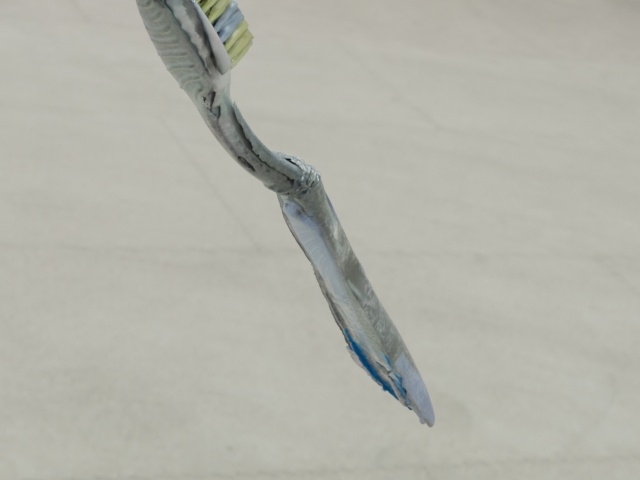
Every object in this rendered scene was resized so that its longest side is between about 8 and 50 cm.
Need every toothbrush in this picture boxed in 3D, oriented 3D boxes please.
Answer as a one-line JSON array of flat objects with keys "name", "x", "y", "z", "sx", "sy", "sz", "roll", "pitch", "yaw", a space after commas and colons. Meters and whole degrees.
[{"name": "toothbrush", "x": 0.000, "y": 0.000, "z": 0.748, "sx": 0.035, "sy": 0.413, "sz": 0.042, "roll": 29, "pitch": 71, "yaw": 33}]
